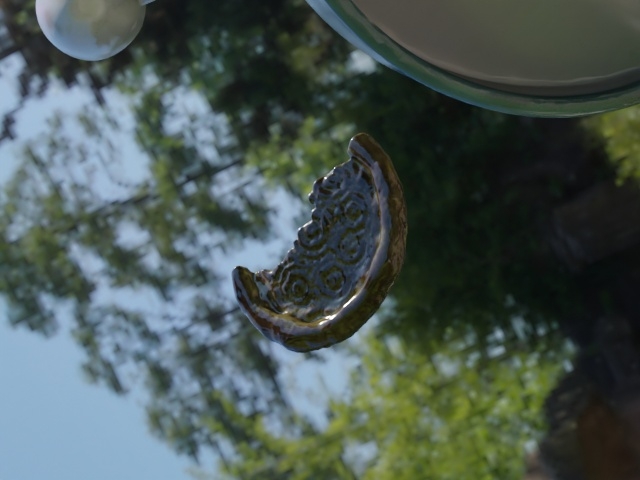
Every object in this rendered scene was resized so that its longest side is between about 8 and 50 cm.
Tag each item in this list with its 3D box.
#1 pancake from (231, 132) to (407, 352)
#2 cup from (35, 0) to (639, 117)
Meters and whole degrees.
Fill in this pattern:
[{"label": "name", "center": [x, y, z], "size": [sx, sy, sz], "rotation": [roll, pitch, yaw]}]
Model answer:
[{"label": "pancake", "center": [0.000, 0.000, 1.314], "size": [0.020, 0.184, 0.190], "rotation": [17, -91, -45]}, {"label": "cup", "center": [0.051, -0.125, 0.495], "size": [0.173, 0.299, 0.167], "rotation": [-131, 18, -81]}]
